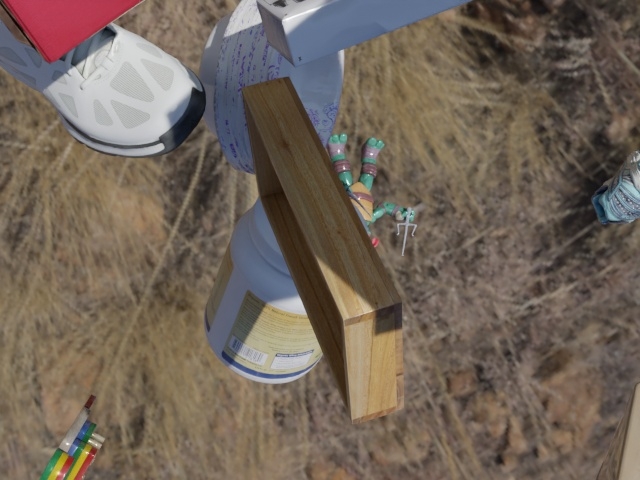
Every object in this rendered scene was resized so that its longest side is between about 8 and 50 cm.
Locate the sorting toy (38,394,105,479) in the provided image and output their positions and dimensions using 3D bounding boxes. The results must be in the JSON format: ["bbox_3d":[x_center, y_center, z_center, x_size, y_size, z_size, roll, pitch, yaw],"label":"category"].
[{"bbox_3d":[-0.323,0.293,1.248,0.046,0.274,0.132,30,95,-7],"label":"sorting toy"}]

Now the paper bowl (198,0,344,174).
[{"bbox_3d":[-0.079,-0.239,1.475,0.148,0.284,0.284,10,151,21],"label":"paper bowl"}]

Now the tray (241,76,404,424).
[{"bbox_3d":[0.000,0.000,1.219,0.076,0.411,0.203,-16,138,-10],"label":"tray"}]

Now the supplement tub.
[{"bbox_3d":[-0.059,0.071,1.664,0.228,0.228,0.316,-7,144,-28],"label":"supplement tub"}]

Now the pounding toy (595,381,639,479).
[{"bbox_3d":[0.233,0.153,0.461,0.181,0.206,0.094,-56,159,-49],"label":"pounding toy"}]

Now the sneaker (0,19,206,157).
[{"bbox_3d":[-0.365,-0.272,1.297,0.169,0.447,0.257,-55,150,-7],"label":"sneaker"}]

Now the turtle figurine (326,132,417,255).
[{"bbox_3d":[0.074,-0.077,1.801,0.175,0.234,0.118,14,148,-41],"label":"turtle figurine"}]

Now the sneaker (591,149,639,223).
[{"bbox_3d":[0.522,-0.084,1.690,0.122,0.110,0.283,-30,173,14],"label":"sneaker"}]

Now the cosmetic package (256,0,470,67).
[{"bbox_3d":[0.058,-0.270,1.081,0.239,0.099,0.061,-23,123,-11],"label":"cosmetic package"}]

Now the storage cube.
[{"bbox_3d":[-0.276,-0.320,1.004,0.215,0.183,0.193,-39,120,-11],"label":"storage cube"}]
